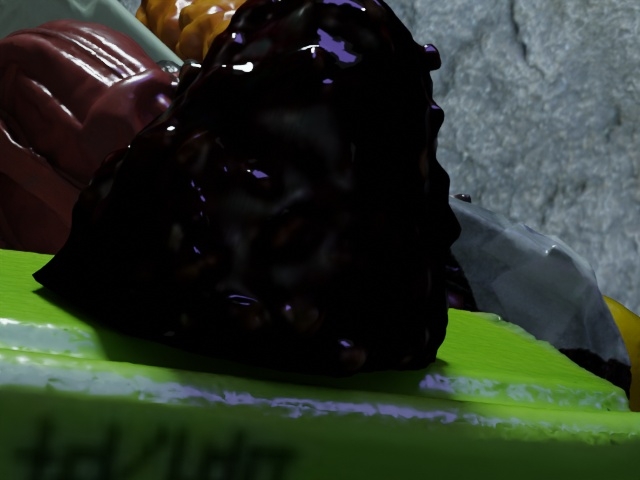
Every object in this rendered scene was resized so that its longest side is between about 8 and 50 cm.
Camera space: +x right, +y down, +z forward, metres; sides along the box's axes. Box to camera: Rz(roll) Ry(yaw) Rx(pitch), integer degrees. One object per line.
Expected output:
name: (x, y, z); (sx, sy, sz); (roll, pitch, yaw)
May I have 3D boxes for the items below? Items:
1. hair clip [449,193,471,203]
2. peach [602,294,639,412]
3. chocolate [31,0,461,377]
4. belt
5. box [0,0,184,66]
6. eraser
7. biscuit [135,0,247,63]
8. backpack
hair clip: (0.000, -0.005, 1.683); (0.330, 0.085, 0.101); (1, -1, 18)
peach: (0.227, 0.115, 1.596); (0.251, 0.153, 0.251); (27, 3, -1)
chocolate: (-0.011, -0.032, 0.600); (0.156, 0.133, 0.156); (13, 7, -2)
belt: (0.078, 0.058, 1.204); (0.289, 0.184, 0.164); (22, -4, -2)
box: (-0.268, -0.115, 1.297); (0.352, 0.177, 0.344); (42, -14, -12)
eraser: (-0.022, 0.072, 0.636); (0.274, 0.092, 0.210); (10, 7, -20)
biscuit: (-0.089, -0.078, 1.455); (0.110, 0.318, 0.312); (-1, 18, -21)
backpack: (-0.143, -0.035, 1.051); (0.139, 0.229, 0.229); (-28, 31, -36)
